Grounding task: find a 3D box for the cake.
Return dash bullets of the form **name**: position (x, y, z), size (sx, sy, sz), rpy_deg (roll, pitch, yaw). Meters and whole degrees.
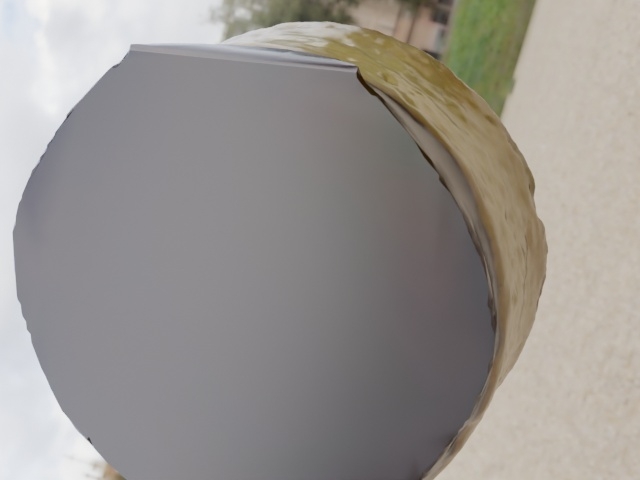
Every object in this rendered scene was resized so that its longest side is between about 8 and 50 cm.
- **cake**: position (0.000, 0.000, 0.508), size (0.208, 0.185, 0.178), rpy_deg (-57, -7, 30)
